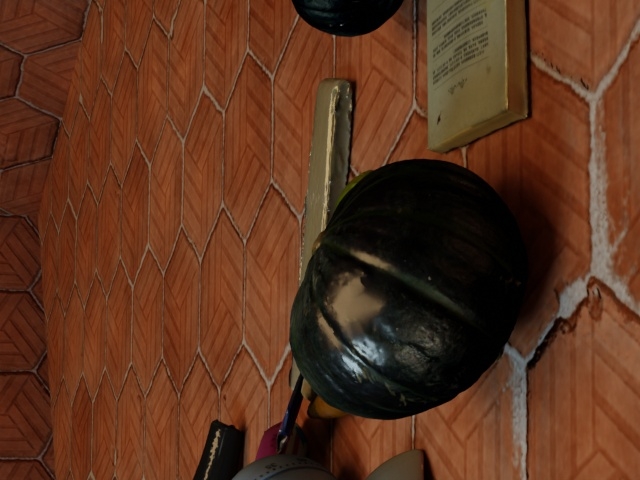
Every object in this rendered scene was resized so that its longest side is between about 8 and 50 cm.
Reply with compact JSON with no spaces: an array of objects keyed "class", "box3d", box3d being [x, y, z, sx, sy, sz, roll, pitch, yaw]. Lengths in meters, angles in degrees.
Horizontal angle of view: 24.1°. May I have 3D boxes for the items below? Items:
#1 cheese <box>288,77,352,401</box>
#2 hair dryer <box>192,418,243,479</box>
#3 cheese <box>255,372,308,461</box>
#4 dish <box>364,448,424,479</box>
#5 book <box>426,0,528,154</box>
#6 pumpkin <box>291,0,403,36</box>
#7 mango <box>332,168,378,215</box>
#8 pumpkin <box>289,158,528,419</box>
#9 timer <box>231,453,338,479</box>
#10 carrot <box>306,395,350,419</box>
[{"class":"cheese","box3d":[0.003,0.000,1.845,0.085,0.034,0.400,-165,77,-66]},{"class":"hair dryer","box3d":[-0.105,0.423,2.058,0.359,0.120,0.304,10,83,60]},{"class":"cheese","box3d":[-0.048,0.264,1.854,0.155,0.062,0.244,-70,-5,-49]},{"class":"dish","box3d":[0.071,0.336,1.535,0.151,0.077,0.212,113,152,-44]},{"class":"book","box3d":[0.147,-0.243,1.469,0.201,0.026,0.289,160,111,-70]},{"class":"pumpkin","box3d":[0.033,-0.314,1.596,0.194,0.150,0.194,-167,90,-84]},{"class":"mango","box3d":[0.062,0.014,1.537,0.100,0.119,0.178,-16,70,58]},{"class":"pumpkin","box3d":[0.083,0.052,1.367,0.250,0.216,0.250,-41,27,26]},{"class":"timer","box3d":[-0.035,0.363,1.699,0.175,0.175,0.255,112,157,-43]},{"class":"carrot","box3d":[0.039,0.165,1.680,0.336,0.069,0.069,129,140,-64]}]
